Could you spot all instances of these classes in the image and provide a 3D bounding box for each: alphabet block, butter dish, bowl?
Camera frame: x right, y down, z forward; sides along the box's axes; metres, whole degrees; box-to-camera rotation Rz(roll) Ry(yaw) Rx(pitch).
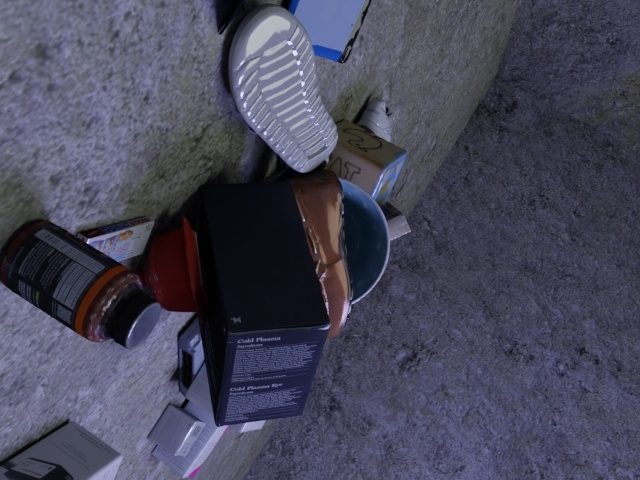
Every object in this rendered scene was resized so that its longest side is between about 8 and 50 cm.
[{"bbox_3d":[0.079,-0.171,1.934,0.192,0.197,0.193,-38,155,-60],"label":"alphabet block"},{"bbox_3d":[-0.266,0.059,1.326,0.160,0.118,0.160,95,-15,-64],"label":"butter dish"},{"bbox_3d":[0.000,0.000,1.772,0.311,0.312,0.163,-62,-176,5],"label":"bowl"}]

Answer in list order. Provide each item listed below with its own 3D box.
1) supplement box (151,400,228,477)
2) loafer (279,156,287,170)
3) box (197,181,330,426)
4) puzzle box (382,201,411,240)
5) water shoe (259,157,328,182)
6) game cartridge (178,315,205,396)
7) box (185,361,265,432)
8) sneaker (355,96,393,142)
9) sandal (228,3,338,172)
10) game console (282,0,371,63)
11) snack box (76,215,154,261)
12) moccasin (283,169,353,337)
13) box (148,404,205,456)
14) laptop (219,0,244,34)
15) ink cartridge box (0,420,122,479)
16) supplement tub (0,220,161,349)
[{"bbox_3d":[-0.326,0.507,2.000,0.220,0.114,0.111,-55,167,-11],"label":"supplement box"},{"bbox_3d":[-0.046,-0.200,1.617,0.095,0.109,0.302,-53,169,-13],"label":"loafer"},{"bbox_3d":[-0.126,0.118,1.420,0.312,0.179,0.343,104,-24,-48],"label":"box"},{"bbox_3d":[0.088,-0.015,2.057,0.272,0.052,0.409,-26,-173,2],"label":"puzzle box"},{"bbox_3d":[-0.054,-0.118,1.607,0.073,0.080,0.203,13,147,-43],"label":"water shoe"},{"bbox_3d":[-0.268,0.248,1.837,0.198,0.062,0.297,-56,167,-37],"label":"game cartridge"},{"bbox_3d":[-0.149,0.278,1.864,0.345,0.168,0.215,-59,167,-6],"label":"box"},{"bbox_3d":[0.175,-0.317,2.200,0.129,0.111,0.297,-65,168,-6],"label":"sneaker"},{"bbox_3d":[-0.083,-0.260,1.361,0.169,0.102,0.416,-43,150,-11],"label":"sandal"},{"bbox_3d":[0.026,-0.502,1.410,0.250,0.173,0.293,6,116,-42],"label":"game console"},{"bbox_3d":[-0.324,0.006,1.175,0.064,0.022,0.178,-64,167,18],"label":"snack box"},{"bbox_3d":[-0.014,0.041,1.589,0.139,0.147,0.379,-120,-160,-56],"label":"moccasin"},{"bbox_3d":[-0.360,0.478,1.895,0.102,0.087,0.101,-57,167,-11],"label":"box"},{"bbox_3d":[-0.105,-0.455,1.049,0.234,0.137,0.264,-58,141,-13],"label":"laptop"},{"bbox_3d":[-0.502,0.480,1.271,0.223,0.129,0.307,-65,166,19],"label":"ink cartridge box"},{"bbox_3d":[-0.306,0.062,0.974,0.106,0.198,0.106,-56,167,-20],"label":"supplement tub"}]
